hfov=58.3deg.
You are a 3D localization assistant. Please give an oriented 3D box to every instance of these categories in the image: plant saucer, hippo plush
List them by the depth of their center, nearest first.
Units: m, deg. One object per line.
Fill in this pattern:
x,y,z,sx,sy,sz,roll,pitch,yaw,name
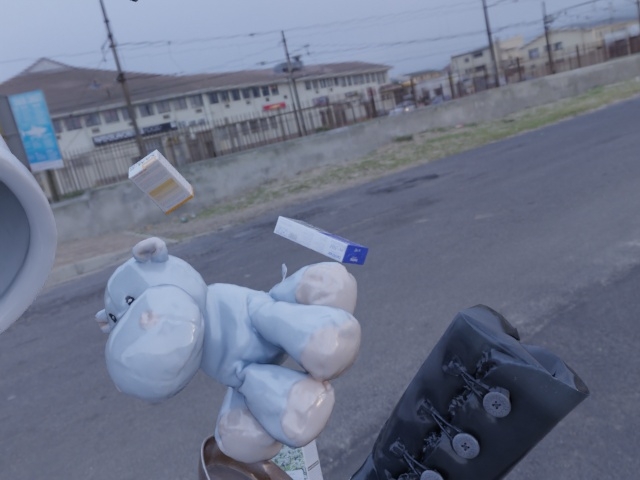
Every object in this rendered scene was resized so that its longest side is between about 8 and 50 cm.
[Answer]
-0.110,0.080,0.646,0.234,0.237,0.294,-46,32,22,hippo plush
-0.074,0.421,0.862,0.050,0.311,0.310,-48,16,-3,plant saucer

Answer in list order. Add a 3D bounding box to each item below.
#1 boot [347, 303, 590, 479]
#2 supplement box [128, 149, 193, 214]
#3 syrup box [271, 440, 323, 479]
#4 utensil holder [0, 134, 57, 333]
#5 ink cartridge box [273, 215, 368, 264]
0.260,0.372,0.888,0.367,0.445,0.146,34,13,11,boot
-0.276,-0.101,0.999,0.062,0.098,0.036,-32,40,8,supplement box
-0.065,0.484,1.313,0.093,0.236,0.096,-16,-13,16,syrup box
-0.485,-0.088,0.536,0.328,0.327,0.385,-21,57,-34,utensil holder
0.000,0.000,1.343,0.207,0.046,0.097,23,8,34,ink cartridge box
